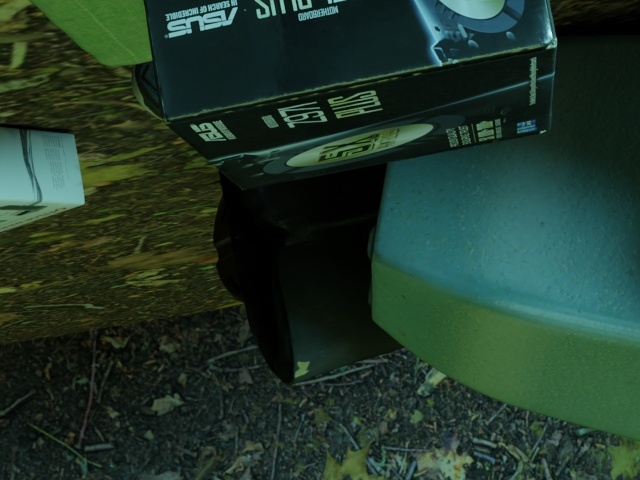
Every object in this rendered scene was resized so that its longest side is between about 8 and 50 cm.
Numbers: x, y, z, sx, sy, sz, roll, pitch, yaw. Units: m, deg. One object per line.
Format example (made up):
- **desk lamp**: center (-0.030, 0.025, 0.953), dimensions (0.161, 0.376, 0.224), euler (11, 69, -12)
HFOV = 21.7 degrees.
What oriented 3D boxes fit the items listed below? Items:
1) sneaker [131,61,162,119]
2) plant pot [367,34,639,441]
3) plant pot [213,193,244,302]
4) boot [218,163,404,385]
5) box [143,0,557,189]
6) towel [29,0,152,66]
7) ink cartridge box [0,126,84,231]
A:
- **sneaker**: center (-0.019, -0.095, 1.016), dimensions (0.211, 0.080, 0.081), euler (-6, 168, -30)
- **plant pot**: center (0.168, -0.009, 1.265), dimensions (0.252, 0.247, 0.247), euler (8, 158, 6)
- **plant pot**: center (0.000, 0.000, 1.556), dimensions (0.165, 0.167, 0.167), euler (2, 166, -36)
- **boot**: center (0.164, 0.051, 1.426), dimensions (0.445, 0.367, 0.146), euler (-8, 152, -28)
- **box**: center (0.017, -0.082, 0.689), dimensions (0.147, 0.077, 0.180), euler (-10, 172, 5)
- **towel**: center (0.036, -0.142, 0.706), dimensions (0.325, 0.038, 0.248), euler (-11, 173, 4)
- **ink cartridge box**: center (-0.246, -0.041, 1.176), dimensions (0.099, 0.056, 0.135), euler (-16, 171, 30)
